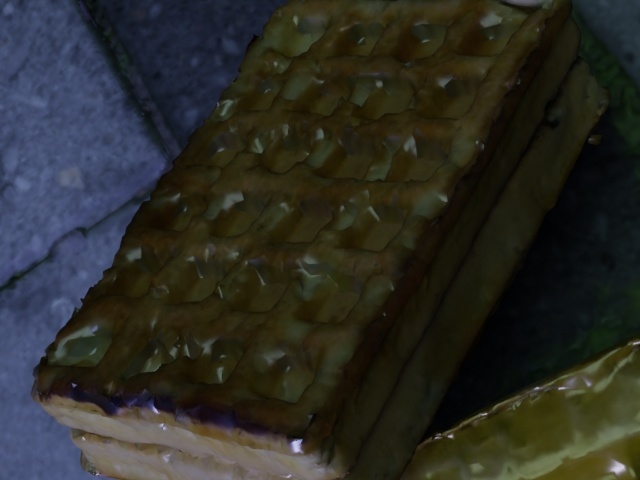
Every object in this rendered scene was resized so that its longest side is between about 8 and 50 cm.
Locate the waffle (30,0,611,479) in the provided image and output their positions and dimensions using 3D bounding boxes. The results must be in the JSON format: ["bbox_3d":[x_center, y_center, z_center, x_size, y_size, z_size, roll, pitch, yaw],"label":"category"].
[{"bbox_3d":[0.000,0.001,0.969,0.213,0.091,0.308,6,52,40],"label":"waffle"}]

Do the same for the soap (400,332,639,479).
[{"bbox_3d":[0.115,0.234,0.895,0.335,0.156,0.293,-28,68,9],"label":"soap"}]
